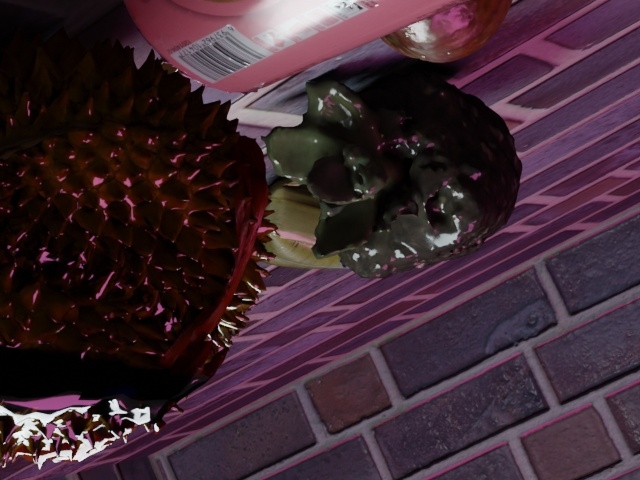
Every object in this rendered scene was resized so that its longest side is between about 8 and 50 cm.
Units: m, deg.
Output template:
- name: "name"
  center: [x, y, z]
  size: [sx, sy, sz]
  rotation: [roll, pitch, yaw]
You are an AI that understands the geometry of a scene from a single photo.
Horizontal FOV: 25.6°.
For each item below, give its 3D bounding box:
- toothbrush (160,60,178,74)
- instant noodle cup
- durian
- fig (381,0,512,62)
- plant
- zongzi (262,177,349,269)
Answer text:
- name: "toothbrush"
  center: [-0.132, -0.162, 1.278]
  size: [0.321, 0.023, 0.031]
  rotation: [-32, 168, 35]
- name: "instant noodle cup"
  center: [-0.002, -0.215, 0.892]
  size: [0.244, 0.244, 0.255]
  rotation: [-12, 172, -43]
- name: "durian"
  center: [-0.205, 0.006, 1.094]
  size: [0.347, 0.347, 0.384]
  rotation: [-26, 154, 11]
- name: "fig"
  center: [0.102, -0.260, 1.129]
  size: [0.143, 0.231, 0.160]
  rotation: [18, 178, 17]
- name: "plant"
  center: [0.086, -0.077, 1.599]
  size: [0.213, 0.215, 0.312]
  rotation: [-26, 165, 25]
- name: "zongzi"
  center: [0.000, 0.000, 1.900]
  size: [0.228, 0.115, 0.256]
  rotation: [11, 160, -19]
